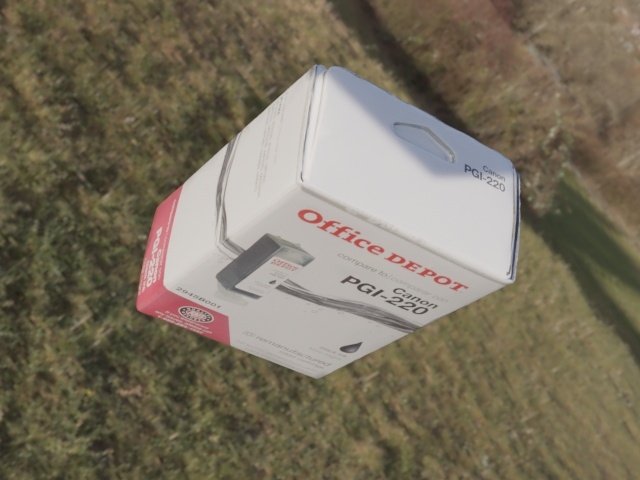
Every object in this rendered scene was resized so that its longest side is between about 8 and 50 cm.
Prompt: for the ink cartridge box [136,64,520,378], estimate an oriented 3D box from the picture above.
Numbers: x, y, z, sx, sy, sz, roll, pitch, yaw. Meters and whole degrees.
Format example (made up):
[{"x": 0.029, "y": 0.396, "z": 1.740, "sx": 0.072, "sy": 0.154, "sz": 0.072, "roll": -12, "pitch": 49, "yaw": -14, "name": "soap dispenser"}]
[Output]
[{"x": 0.000, "y": 0.000, "z": 0.681, "sx": 0.158, "sy": 0.218, "sz": 0.092, "roll": 24, "pitch": 54, "yaw": -25, "name": "ink cartridge box"}]
